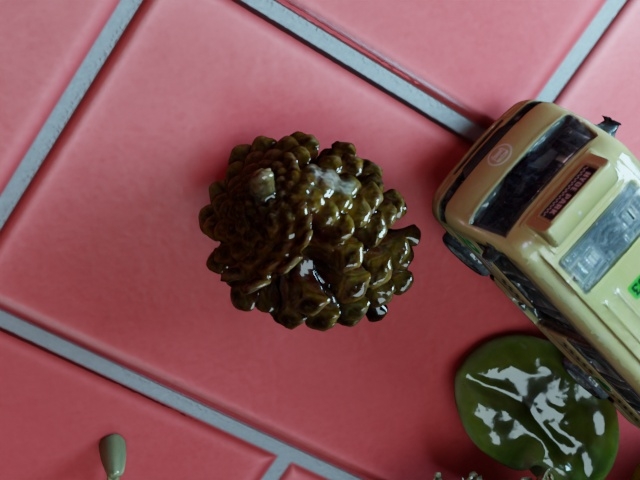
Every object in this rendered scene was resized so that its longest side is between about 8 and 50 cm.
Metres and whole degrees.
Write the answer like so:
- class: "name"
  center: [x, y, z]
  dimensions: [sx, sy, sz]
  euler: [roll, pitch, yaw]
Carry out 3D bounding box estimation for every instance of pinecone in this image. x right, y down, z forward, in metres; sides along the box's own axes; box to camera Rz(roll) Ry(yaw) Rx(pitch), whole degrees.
- class: "pinecone"
  center: [0.002, 0.000, 1.312]
  dimensions: [0.212, 0.169, 0.185]
  euler: [24, 67, -26]

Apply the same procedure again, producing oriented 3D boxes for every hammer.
- class: "hammer"
  center: [-0.217, 0.299, 1.478]
  dimensions: [0.028, 0.060, 0.195]
  euler: [-2, 119, -11]

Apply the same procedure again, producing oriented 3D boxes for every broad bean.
- class: "broad bean"
  center: [0.239, 0.185, 1.508]
  dimensions: [0.153, 0.072, 0.206]
  euler: [-47, 114, -7]

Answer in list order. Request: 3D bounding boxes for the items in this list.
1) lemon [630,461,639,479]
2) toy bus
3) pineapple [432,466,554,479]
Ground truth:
- class: "lemon"
  center: [0.460, 0.307, 1.501]
  dimensions: [0.293, 0.293, 0.293]
  euler: [-5, 116, -10]
- class: "toy bus"
  center: [0.289, 0.037, 1.359]
  dimensions: [0.177, 0.202, 0.365]
  euler: [-48, 114, -4]
- class: "pineapple"
  center: [0.181, 0.283, 1.501]
  dimensions: [0.250, 0.140, 0.164]
  euler: [5, 117, -15]
